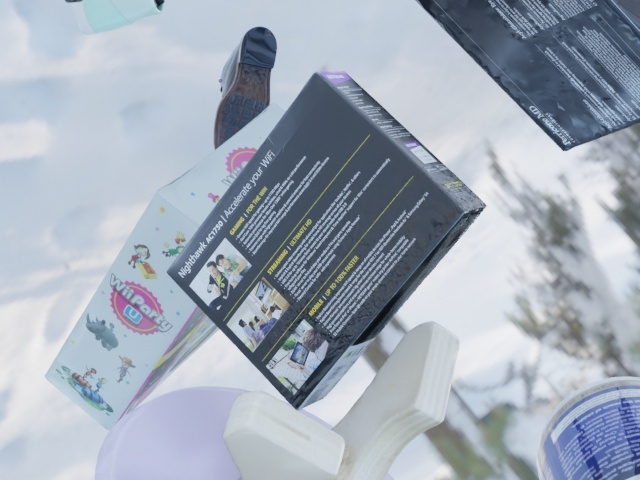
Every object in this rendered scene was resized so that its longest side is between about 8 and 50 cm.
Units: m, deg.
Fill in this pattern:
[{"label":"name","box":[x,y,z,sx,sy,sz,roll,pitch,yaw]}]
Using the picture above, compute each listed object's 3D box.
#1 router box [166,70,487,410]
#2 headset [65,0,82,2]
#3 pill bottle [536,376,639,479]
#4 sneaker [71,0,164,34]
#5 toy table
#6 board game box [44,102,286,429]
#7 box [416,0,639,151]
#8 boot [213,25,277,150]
[{"label":"router box","box":[0.000,0.000,0.857,0.179,0.133,0.046,-51,164,22]},{"label":"headset","box":[-0.122,-0.389,1.260,0.394,0.185,0.243,-38,123,13]},{"label":"pill bottle","box":[0.269,0.229,1.077,0.153,0.153,0.265,-44,-167,12]},{"label":"sneaker","box":[-0.300,-0.433,1.903,0.151,0.256,0.094,-9,-160,14]},{"label":"toy table","box":[0.007,0.183,0.874,0.274,0.252,0.161,21,149,-30]},{"label":"board game box","box":[-0.131,0.029,1.356,0.224,0.097,0.303,-45,172,-50]},{"label":"box","box":[0.222,-0.222,1.234,0.184,0.261,0.103,-21,-148,52]},{"label":"boot","box":[-0.125,-0.236,2.147,0.106,0.082,0.219,-148,-104,-76]}]
